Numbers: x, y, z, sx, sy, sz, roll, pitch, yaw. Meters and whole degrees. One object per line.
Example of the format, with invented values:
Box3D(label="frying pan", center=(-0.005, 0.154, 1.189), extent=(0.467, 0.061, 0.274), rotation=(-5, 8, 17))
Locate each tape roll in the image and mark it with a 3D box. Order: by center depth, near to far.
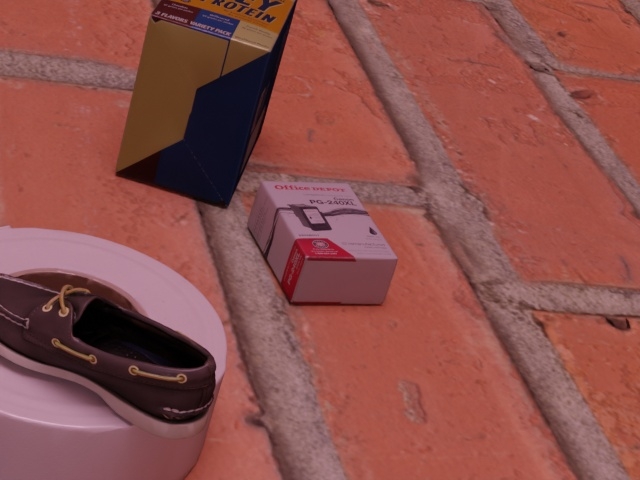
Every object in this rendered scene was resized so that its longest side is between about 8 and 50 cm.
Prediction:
Box3D(label="tape roll", center=(-0.227, 0.104, 1.299), extent=(0.286, 0.100, 0.286), rotation=(12, 31, -7))

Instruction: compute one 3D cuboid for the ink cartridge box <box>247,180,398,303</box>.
Box3D(label="ink cartridge box", center=(0.000, 0.000, 1.618), extent=(0.109, 0.063, 0.150), rotation=(1, 34, -25))

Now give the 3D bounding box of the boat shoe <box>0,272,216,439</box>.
Box3D(label="boat shoe", center=(-0.182, 0.074, 1.203), extent=(0.228, 0.068, 0.081), rotation=(26, 31, 14))

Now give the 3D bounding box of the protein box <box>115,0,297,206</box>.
Box3D(label="protein box", center=(-0.125, -0.183, 1.723), extent=(0.136, 0.200, 0.201), rotation=(17, 30, 0))
